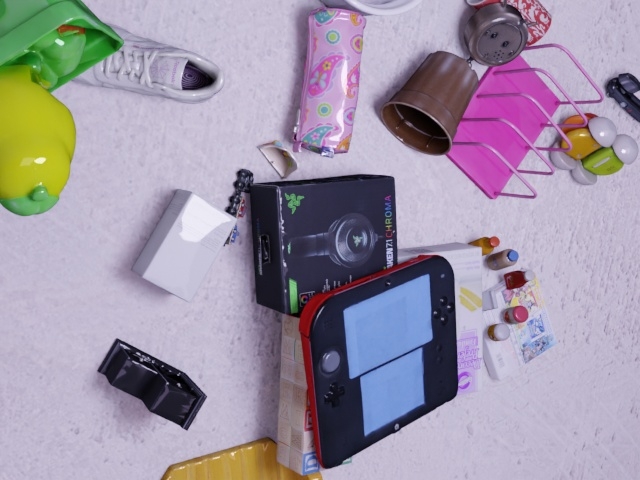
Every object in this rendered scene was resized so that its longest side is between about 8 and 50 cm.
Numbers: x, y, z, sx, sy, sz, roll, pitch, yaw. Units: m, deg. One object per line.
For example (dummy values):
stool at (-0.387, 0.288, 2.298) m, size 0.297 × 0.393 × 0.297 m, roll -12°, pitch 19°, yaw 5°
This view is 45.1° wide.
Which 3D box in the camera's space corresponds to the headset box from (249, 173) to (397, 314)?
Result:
headset box at (0.000, 0.000, 1.522) m, size 0.283 × 0.131 × 0.246 m, roll -6°, pitch 99°, yaw -29°

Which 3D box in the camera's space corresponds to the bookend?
bookend at (-0.310, 0.261, 1.409) m, size 0.157 × 0.156 × 0.072 m, roll 33°, pitch 83°, yaw -24°

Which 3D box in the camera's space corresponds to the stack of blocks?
stack of blocks at (0.012, 0.289, 1.515) m, size 0.171 × 0.087 × 0.297 m, roll 0°, pitch 96°, yaw -39°

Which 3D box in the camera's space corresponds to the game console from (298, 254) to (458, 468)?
game console at (0.130, 0.224, 1.507) m, size 0.386 × 0.060 × 0.342 m, roll -18°, pitch 107°, yaw -36°

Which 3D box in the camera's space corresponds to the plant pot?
plant pot at (0.235, -0.291, 1.598) m, size 0.167 × 0.167 × 0.165 m, roll 40°, pitch 71°, yaw -24°

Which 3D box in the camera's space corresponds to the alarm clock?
alarm clock at (0.361, -0.420, 1.642) m, size 0.129 × 0.064 × 0.192 m, roll 27°, pitch 130°, yaw -30°

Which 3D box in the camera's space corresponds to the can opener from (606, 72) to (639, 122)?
can opener at (0.761, -0.338, 1.886) m, size 0.186 × 0.073 × 0.059 m, roll 38°, pitch 72°, yaw -33°

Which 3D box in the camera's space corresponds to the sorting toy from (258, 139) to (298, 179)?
sorting toy at (-0.071, -0.163, 1.509) m, size 0.045 × 0.075 × 0.083 m, roll -44°, pitch 113°, yaw -14°

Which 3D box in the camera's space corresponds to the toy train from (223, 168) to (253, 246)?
toy train at (-0.163, -0.062, 1.507) m, size 0.036 × 0.027 × 0.158 m, roll 18°, pitch 88°, yaw -38°

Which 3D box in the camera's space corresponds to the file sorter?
file sorter at (0.442, -0.258, 1.677) m, size 0.202 × 0.182 × 0.290 m, roll 40°, pitch 80°, yaw -24°

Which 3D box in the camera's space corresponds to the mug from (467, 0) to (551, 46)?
mug at (0.427, -0.521, 1.671) m, size 0.169 × 0.113 × 0.150 m, roll 33°, pitch 102°, yaw -28°

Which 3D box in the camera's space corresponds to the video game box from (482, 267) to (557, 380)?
video game box at (0.451, 0.196, 1.816) m, size 0.187 × 0.048 × 0.205 m, roll -27°, pitch 107°, yaw -17°

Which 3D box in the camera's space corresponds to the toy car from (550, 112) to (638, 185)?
toy car at (0.639, -0.229, 1.810) m, size 0.182 × 0.159 × 0.136 m, roll 29°, pitch 48°, yaw -25°

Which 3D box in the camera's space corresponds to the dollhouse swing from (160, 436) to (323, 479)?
dollhouse swing at (-0.125, 0.598, 1.459) m, size 0.347 × 0.305 × 0.315 m, roll -10°, pitch 101°, yaw -23°

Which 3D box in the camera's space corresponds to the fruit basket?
fruit basket at (-0.467, -0.206, 1.152) m, size 0.392 × 0.283 × 0.392 m, roll 0°, pitch 94°, yaw 2°

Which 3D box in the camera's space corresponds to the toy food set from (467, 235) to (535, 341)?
toy food set at (0.409, 0.103, 1.710) m, size 0.111 × 0.104 × 0.232 m, roll -6°, pitch 80°, yaw -17°

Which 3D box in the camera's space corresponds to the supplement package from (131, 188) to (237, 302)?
supplement package at (-0.254, 0.008, 1.429) m, size 0.105 × 0.105 × 0.179 m, roll 33°, pitch 82°, yaw -26°

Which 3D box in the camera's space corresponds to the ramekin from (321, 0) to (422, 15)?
ramekin at (0.090, -0.570, 1.498) m, size 0.277 × 0.135 × 0.277 m, roll -3°, pitch 98°, yaw -25°

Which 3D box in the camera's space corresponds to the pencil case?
pencil case at (0.015, -0.306, 1.506) m, size 0.124 × 0.124 × 0.284 m, roll 5°, pitch 97°, yaw -26°

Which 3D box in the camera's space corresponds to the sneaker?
sneaker at (-0.308, -0.312, 1.337) m, size 0.305 × 0.152 × 0.114 m, roll 6°, pitch 96°, yaw -24°

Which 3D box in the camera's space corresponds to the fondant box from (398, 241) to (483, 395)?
fondant box at (0.234, 0.180, 1.687) m, size 0.238 × 0.096 × 0.330 m, roll -6°, pitch 101°, yaw -24°
